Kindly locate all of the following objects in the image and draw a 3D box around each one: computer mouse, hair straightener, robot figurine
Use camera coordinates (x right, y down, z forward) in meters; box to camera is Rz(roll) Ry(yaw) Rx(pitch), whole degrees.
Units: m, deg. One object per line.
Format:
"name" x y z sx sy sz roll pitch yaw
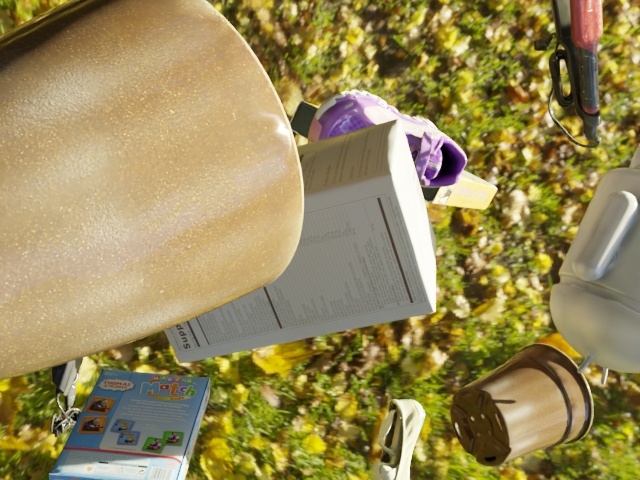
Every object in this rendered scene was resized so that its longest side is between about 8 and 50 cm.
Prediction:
"computer mouse" -0.475 0.240 1.558 0.060 0.184 0.262 -2 79 -8
"hair straightener" 0.286 -0.213 0.921 0.047 0.089 0.231 -24 115 -14
"robot figurine" 0.456 0.036 1.150 0.300 0.199 0.354 27 88 -40

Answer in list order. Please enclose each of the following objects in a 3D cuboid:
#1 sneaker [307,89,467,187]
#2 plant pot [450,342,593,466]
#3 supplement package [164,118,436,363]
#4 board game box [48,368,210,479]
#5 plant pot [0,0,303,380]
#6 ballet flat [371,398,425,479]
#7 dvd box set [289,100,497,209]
"sneaker" 0.092 -0.112 0.984 0.236 0.104 0.095 7 113 -42
"plant pot" 0.302 0.262 1.256 0.165 0.167 0.167 -15 86 -32
"supplement package" -0.029 0.001 0.740 0.244 0.134 0.139 -13 115 15
"board game box" -0.246 0.255 1.086 0.160 0.211 0.039 5 120 3
"plant pot" -0.164 -0.014 0.453 0.230 0.215 0.215 -33 91 -39
"ballet flat" 0.144 0.442 1.654 0.086 0.086 0.249 18 73 -12
"dvd box set" 0.157 -0.155 1.572 0.307 0.420 0.062 30 102 20
